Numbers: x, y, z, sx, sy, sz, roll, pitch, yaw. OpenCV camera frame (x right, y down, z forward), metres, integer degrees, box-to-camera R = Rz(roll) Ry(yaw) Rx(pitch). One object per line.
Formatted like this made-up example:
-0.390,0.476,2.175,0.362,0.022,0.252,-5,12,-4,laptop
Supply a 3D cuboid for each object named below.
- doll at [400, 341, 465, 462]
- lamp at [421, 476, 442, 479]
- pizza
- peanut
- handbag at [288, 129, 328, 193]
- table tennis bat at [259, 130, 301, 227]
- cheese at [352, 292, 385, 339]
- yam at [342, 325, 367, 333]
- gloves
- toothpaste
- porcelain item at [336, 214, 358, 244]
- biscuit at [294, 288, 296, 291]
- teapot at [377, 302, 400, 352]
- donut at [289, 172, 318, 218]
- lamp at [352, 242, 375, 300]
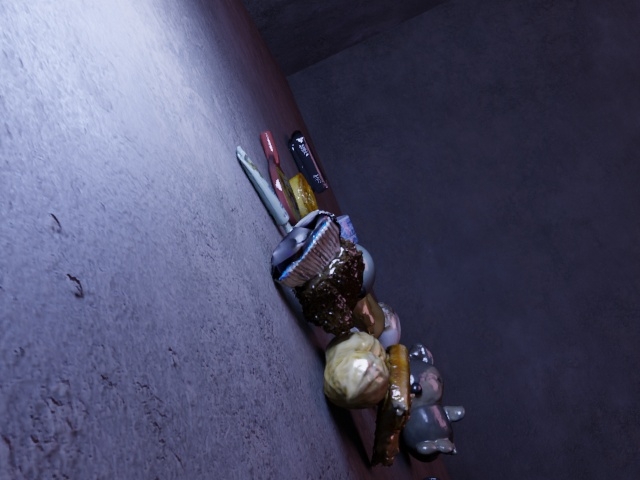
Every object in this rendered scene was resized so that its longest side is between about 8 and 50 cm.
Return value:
0.298,0.564,1.924,0.379,0.252,0.383,116,-36,-55,doll
0.270,0.719,1.609,0.108,0.130,0.371,44,4,39,lamp
0.160,0.373,1.228,0.251,0.074,0.288,54,43,-81,pizza
0.073,0.271,1.187,0.305,0.147,0.147,-55,121,-82,peanut
-0.058,-0.344,2.471,0.275,0.088,0.244,61,6,-17,handbag
-0.119,-0.177,1.671,0.200,0.038,0.310,40,31,-77,table tennis bat
0.119,0.217,1.849,0.259,0.128,0.316,52,8,-38,cheese
0.094,0.280,1.604,0.141,0.079,0.079,41,27,-76,yam
0.015,0.086,1.224,0.312,0.135,0.210,48,57,-51,gloves
-0.131,-0.113,1.351,0.255,0.037,0.067,59,10,-30,toothpaste
0.048,-0.010,1.919,0.147,0.147,0.114,-73,141,-80,porcelain item
-0.033,0.087,1.387,0.208,0.049,0.181,-27,92,-84,biscuit
0.221,0.336,2.190,0.298,0.139,0.204,-109,-161,-52,teapot
-0.059,-0.128,1.844,0.162,0.065,0.178,-96,163,-53,donut
0.042,0.063,1.556,0.244,0.197,0.198,50,7,-1,lamp
